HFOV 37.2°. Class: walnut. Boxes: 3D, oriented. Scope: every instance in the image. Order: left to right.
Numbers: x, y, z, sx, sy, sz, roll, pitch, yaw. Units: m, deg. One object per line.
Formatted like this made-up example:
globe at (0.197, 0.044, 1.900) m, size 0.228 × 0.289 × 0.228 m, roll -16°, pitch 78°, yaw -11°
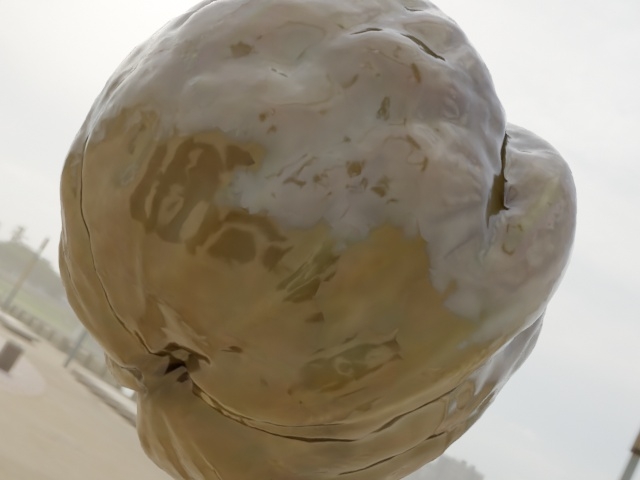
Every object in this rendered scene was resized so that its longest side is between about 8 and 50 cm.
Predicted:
walnut at (0.000, 0.000, 0.539) m, size 0.285 × 0.285 × 0.296 m, roll 14°, pitch -44°, yaw 53°
